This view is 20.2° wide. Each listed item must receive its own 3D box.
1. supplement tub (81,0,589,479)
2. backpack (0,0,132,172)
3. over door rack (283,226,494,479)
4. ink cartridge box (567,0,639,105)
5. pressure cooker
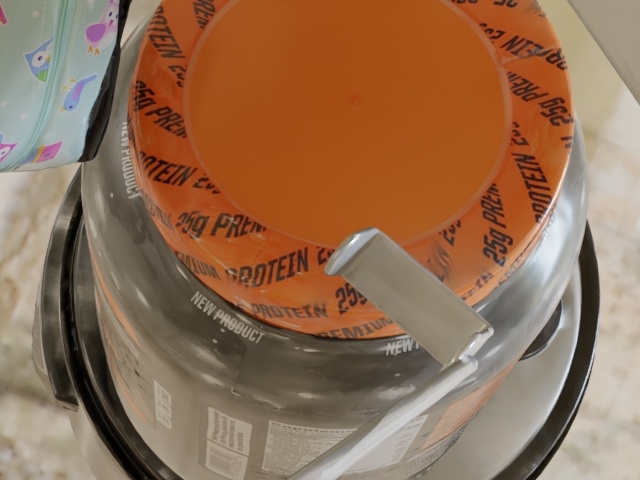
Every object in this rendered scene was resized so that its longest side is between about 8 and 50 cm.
[{"bbox_3d":[0.000,0.000,0.804,0.207,0.207,0.338,25,-18,3],"label":"supplement tub"},{"bbox_3d":[-0.122,-0.104,0.561,0.115,0.182,0.152,-12,35,-35],"label":"backpack"},{"bbox_3d":[-0.030,0.138,0.474,0.108,0.239,0.324,39,11,-3],"label":"over door rack"},{"bbox_3d":[0.131,-0.129,0.510,0.114,0.197,0.273,-19,-46,26],"label":"ink cartridge box"},{"bbox_3d":[-0.001,0.049,1.255,0.370,0.375,0.420,55,-14,5],"label":"pressure cooker"}]
